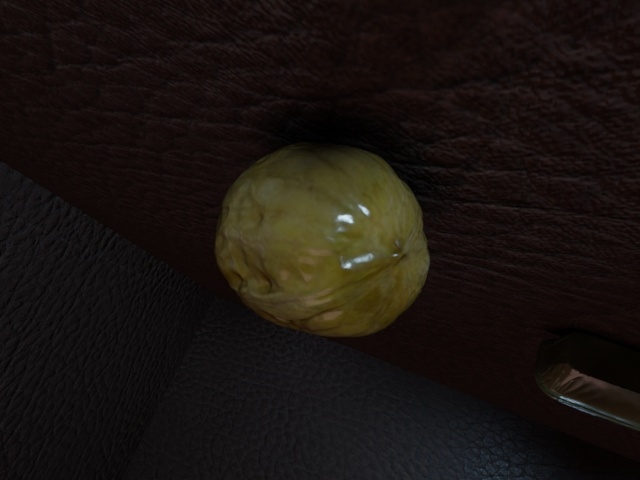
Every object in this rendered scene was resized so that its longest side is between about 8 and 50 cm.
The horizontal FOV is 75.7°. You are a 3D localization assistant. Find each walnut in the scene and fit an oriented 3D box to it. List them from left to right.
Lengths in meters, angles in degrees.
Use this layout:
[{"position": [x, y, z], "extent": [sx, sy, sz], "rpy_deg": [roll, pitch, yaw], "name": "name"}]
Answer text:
[{"position": [0.000, 0.000, 0.416], "extent": [0.221, 0.195, 0.195], "rpy_deg": [9, 158, 49], "name": "walnut"}]

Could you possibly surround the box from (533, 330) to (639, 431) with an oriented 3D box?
[{"position": [0.419, 0.204, 0.611], "extent": [0.177, 0.111, 0.111], "rpy_deg": [19, 162, 18], "name": "box"}]
